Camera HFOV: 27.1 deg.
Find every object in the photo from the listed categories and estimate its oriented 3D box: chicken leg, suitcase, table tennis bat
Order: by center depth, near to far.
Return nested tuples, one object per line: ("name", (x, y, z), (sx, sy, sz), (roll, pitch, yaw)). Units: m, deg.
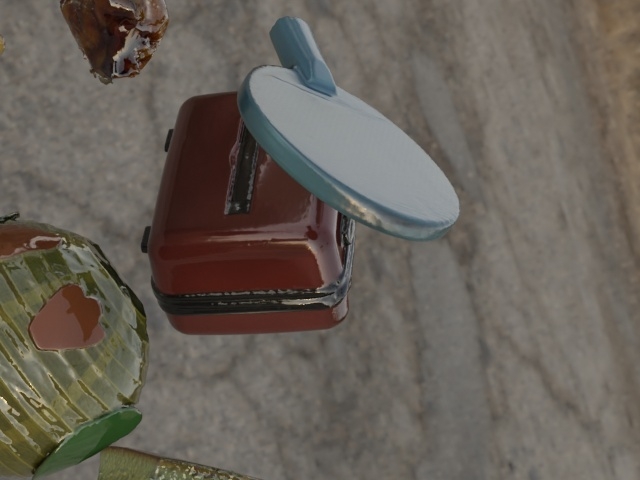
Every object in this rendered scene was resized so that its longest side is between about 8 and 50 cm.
("chicken leg", (-0.201, -0.280, 1.177), (0.113, 0.093, 0.304), (46, -26, 47))
("table tennis bat", (0.014, -0.106, 1.196), (0.215, 0.044, 0.329), (17, 29, -31))
("suitcase", (-0.070, -0.038, 1.537), (0.297, 0.236, 0.161), (-85, 169, -47))

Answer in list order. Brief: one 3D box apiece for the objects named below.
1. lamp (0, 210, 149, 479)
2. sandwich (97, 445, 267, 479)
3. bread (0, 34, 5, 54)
("lamp", (-0.301, 0.112, 1.236), (0.250, 0.284, 0.250), (54, 1, -1))
("sandwich", (-0.126, 0.284, 1.406), (0.096, 0.258, 0.094), (60, 42, -79))
("bread", (-0.201, -0.103, 0.590), (0.080, 0.084, 0.109), (-6, 59, -33))
